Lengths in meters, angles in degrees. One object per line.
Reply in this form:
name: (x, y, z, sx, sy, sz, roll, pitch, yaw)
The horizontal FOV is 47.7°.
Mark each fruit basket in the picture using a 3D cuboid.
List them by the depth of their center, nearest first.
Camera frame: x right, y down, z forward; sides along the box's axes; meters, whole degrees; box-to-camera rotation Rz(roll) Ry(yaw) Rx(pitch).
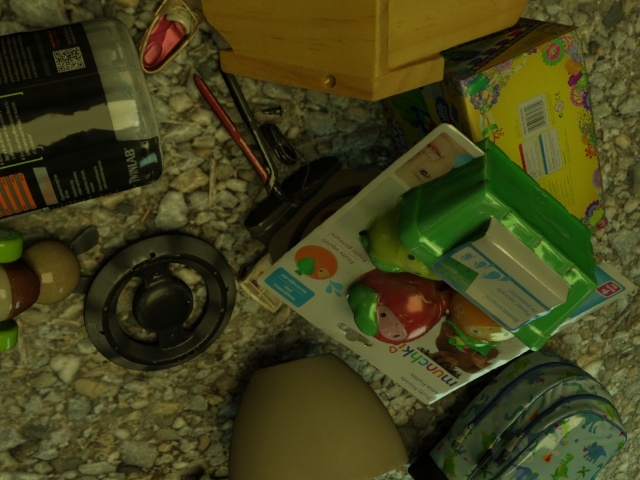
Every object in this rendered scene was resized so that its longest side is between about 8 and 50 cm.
fruit basket: (0.142, 0.063, 0.895, 0.327, 0.165, 0.353, 38, 122, -18)

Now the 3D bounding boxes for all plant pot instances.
plant pot: (-0.022, 0.285, 1.146, 0.284, 0.284, 0.191, -11, 80, -18)

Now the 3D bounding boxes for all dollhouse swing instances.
dollhouse swing: (0.066, -0.389, 0.850, 0.305, 0.315, 0.347, -41, 139, -44)

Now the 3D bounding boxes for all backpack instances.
backpack: (0.392, 0.385, 1.365, 0.290, 0.273, 0.355, 38, 81, -24)

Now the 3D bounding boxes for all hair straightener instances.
hair straightener: (-0.079, -0.153, 1.008, 0.089, 0.047, 0.230, -35, 98, -7)

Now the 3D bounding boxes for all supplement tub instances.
supplement tub: (-0.370, -0.127, 0.841, 0.338, 0.207, 0.207, -16, 116, -16)

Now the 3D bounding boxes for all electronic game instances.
electronic game: (-0.235, 0.095, 1.079, 0.229, 0.048, 0.229, -13, 119, -24)

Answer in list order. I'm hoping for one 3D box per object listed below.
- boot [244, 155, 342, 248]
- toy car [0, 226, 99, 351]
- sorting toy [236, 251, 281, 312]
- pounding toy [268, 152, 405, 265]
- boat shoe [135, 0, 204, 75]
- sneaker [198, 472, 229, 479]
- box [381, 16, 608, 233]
boot: (0.000, -0.001, 1.124, 0.189, 0.076, 0.208, -39, 118, -3)
toy car: (-0.385, 0.037, 0.973, 0.188, 0.149, 0.155, -14, 123, -49)
sorting toy: (-0.084, 0.056, 1.132, 0.075, 0.045, 0.083, -52, 129, -16)
pounding toy: (0.069, -0.002, 1.029, 0.269, 0.154, 0.155, -45, 125, -1)
boat shoe: (-0.183, -0.283, 0.938, 0.063, 0.059, 0.170, 30, 98, -29)
sneaker: (-0.103, 0.488, 1.257, 0.305, 0.114, 0.152, 23, 102, -29)
box: (0.233, -0.152, 1.038, 0.177, 0.279, 0.290, -25, 118, -10)
